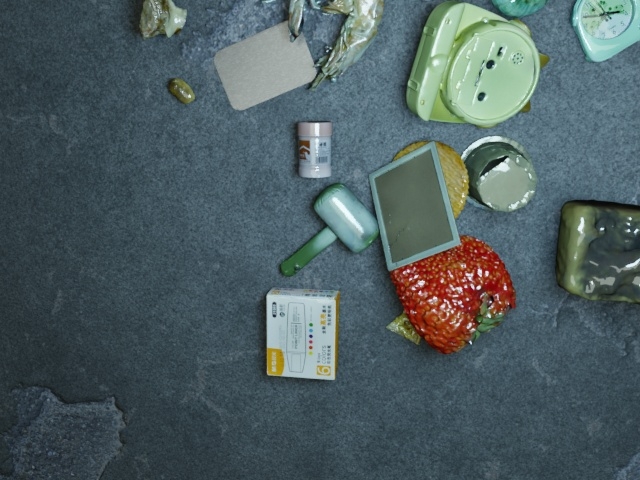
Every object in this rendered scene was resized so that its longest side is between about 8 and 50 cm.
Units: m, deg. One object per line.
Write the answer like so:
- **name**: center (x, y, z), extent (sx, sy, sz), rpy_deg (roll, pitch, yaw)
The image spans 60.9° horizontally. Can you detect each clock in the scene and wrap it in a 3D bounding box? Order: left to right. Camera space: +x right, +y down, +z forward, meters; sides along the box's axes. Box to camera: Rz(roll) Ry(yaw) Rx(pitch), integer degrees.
- **clock**: center (0.409, -0.421, 1.364), extent (0.349, 0.117, 0.286), rpy_deg (7, 115, -14)
- **clock**: center (0.704, -0.566, 1.352), extent (0.159, 0.066, 0.210), rpy_deg (-29, 98, 14)

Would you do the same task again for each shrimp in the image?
- **shrimp**: center (0.025, -0.560, 1.413), extent (0.247, 0.085, 0.360), rpy_deg (21, 118, -6)

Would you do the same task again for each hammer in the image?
- **hammer**: center (0.000, 0.000, 1.583), extent (0.335, 0.119, 0.206), rpy_deg (-41, 94, 22)

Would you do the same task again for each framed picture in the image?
- **framed picture**: center (0.245, -0.088, 1.448), extent (0.231, 0.018, 0.293), rpy_deg (-24, 66, 39)

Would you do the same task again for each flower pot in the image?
- **flower pot**: center (0.468, -0.169, 1.423), extent (0.212, 0.202, 0.212), rpy_deg (2, 101, 8)

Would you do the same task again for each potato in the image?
- **potato**: center (-0.396, -0.427, 1.553), extent (0.083, 0.040, 0.051), rpy_deg (44, 111, -3)

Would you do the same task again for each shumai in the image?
- **shumai**: center (-0.423, -0.611, 1.474), extent (0.116, 0.145, 0.145), rpy_deg (11, 107, -14)

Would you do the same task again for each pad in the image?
- **pad**: center (-0.157, -0.488, 1.524), extent (0.266, 0.002, 0.176), rpy_deg (-19, 101, 12)

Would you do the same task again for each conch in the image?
- **conch**: center (0.491, -0.635, 1.338), extent (0.188, 0.122, 0.175), rpy_deg (23, 86, -1)

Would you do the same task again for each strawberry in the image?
- **strawberry**: center (0.347, 0.119, 1.506), extent (0.312, 0.267, 0.351), rpy_deg (-37, 66, -11)

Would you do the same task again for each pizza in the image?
- **pizza**: center (0.253, 0.267, 1.653), extent (0.109, 0.026, 0.122), rpy_deg (-9, 104, 12)

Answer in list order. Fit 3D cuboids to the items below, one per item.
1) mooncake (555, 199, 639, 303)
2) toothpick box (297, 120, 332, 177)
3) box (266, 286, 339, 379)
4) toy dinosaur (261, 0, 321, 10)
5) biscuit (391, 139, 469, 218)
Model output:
- **mooncake**: center (0.792, 0.041, 1.328), extent (0.393, 0.394, 0.246), rpy_deg (-8, 111, -31)
- **toothpick box**: center (-0.016, -0.255, 1.515), extent (0.099, 0.098, 0.148), rpy_deg (2, 106, 7)
- **box**: center (-0.052, 0.284, 1.665), extent (0.221, 0.091, 0.273), rpy_deg (1, 104, 8)
- **toy dinosaur**: center (-0.040, -0.686, 1.431), extent (0.242, 0.053, 0.167), rpy_deg (-4, 103, 9)
- **biscuit**: center (0.287, -0.148, 1.474), extent (0.254, 0.035, 0.253), rpy_deg (4, 96, 42)
